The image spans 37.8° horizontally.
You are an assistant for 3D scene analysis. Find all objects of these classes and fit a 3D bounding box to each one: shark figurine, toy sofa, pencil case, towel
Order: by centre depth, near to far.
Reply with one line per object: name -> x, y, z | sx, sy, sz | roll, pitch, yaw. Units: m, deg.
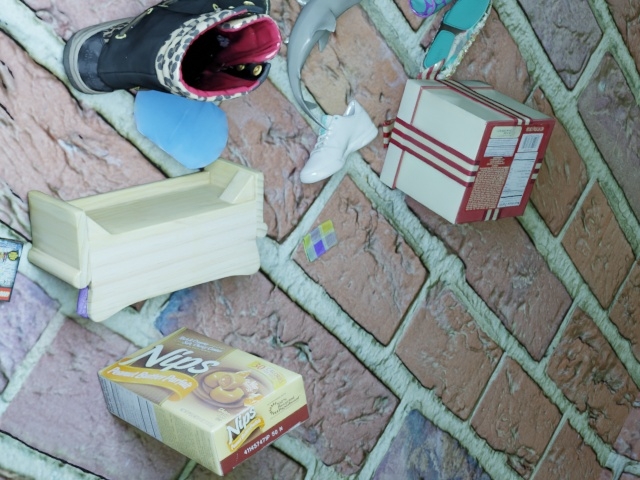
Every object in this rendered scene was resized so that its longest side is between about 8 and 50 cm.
toy sofa -> -0.266, -0.013, 1.482 | 0.363, 0.150, 0.177 | -17, 117, -40
shark figurine -> -0.006, -0.351, 1.668 | 0.166, 0.116, 0.278 | 17, 95, -37
towel -> 0.000, 0.000, 1.844 | 0.083, 0.009, 0.060 | -33, 123, -34
pencil case -> 0.248, -0.515, 1.911 | 0.152, 0.064, 0.070 | -41, 142, -30

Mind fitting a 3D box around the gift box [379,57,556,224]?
gift box -> 0.297, -0.209, 1.898 | 0.255, 0.258, 0.276 | -2, 117, -42

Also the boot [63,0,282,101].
boot -> -0.162, -0.306, 1.408 | 0.377, 0.284, 0.138 | -27, 118, -35

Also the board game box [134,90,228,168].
board game box -> -0.234, -0.191, 1.534 | 0.169, 0.033, 0.133 | 37, 57, -20

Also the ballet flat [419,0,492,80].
ballet flat -> 0.283, -0.424, 1.971 | 0.241, 0.091, 0.077 | -54, 157, -13

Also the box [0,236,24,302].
box -> -0.504, 0.036, 1.348 | 0.137, 0.027, 0.093 | 12, 93, -46

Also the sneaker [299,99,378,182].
sneaker -> 0.018, -0.190, 1.778 | 0.212, 0.080, 0.094 | -45, 117, -35

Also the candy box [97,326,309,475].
candy box -> -0.192, 0.247, 1.503 | 0.183, 0.316, 0.087 | -26, 117, -37
